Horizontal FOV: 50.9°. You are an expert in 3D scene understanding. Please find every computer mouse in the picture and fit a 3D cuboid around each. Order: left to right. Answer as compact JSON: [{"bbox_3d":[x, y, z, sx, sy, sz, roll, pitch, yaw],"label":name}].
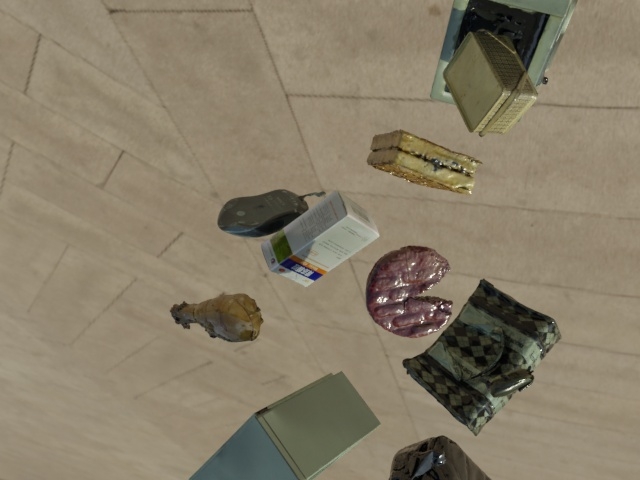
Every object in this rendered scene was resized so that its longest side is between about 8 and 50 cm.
[{"bbox_3d":[-0.147,-0.085,2.141,0.379,0.167,0.090,-18,135,-23],"label":"computer mouse"}]

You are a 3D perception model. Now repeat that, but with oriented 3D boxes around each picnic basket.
[{"bbox_3d":[0.294,-0.275,1.180,0.079,0.164,0.115,-3,151,-25],"label":"picnic basket"}]

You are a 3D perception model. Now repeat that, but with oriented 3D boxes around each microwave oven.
[{"bbox_3d":[0.367,-0.451,1.269,0.218,0.287,0.355,18,145,9],"label":"microwave oven"}]

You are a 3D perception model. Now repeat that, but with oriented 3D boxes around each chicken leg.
[{"bbox_3d":[-0.183,0.135,1.204,0.207,0.101,0.085,0,102,37],"label":"chicken leg"}]

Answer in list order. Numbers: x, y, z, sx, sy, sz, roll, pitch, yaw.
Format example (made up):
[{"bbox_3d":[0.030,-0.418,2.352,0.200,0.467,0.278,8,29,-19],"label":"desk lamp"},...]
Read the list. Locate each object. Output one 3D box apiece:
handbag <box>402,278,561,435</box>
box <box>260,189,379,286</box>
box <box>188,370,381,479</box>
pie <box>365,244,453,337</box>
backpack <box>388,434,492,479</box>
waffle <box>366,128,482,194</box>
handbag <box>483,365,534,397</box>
[{"bbox_3d":[0.482,0.342,2.072,0.316,0.416,0.180,34,166,40],"label":"handbag"},{"bbox_3d":[0.000,0.000,2.027,0.299,0.107,0.200,-36,146,18],"label":"box"},{"bbox_3d":[-0.062,0.338,1.061,0.117,0.225,0.225,52,121,16],"label":"box"},{"bbox_3d":[0.201,0.113,1.508,0.204,0.054,0.219,4,109,-6],"label":"pie"},{"bbox_3d":[0.275,0.697,1.546,0.363,0.446,0.254,43,137,-20],"label":"backpack"},{"bbox_3d":[0.238,-0.188,1.628,0.212,0.091,0.308,19,-175,-10],"label":"waffle"},{"bbox_3d":[0.427,0.317,1.505,0.111,0.047,0.072,-21,148,7],"label":"handbag"}]
